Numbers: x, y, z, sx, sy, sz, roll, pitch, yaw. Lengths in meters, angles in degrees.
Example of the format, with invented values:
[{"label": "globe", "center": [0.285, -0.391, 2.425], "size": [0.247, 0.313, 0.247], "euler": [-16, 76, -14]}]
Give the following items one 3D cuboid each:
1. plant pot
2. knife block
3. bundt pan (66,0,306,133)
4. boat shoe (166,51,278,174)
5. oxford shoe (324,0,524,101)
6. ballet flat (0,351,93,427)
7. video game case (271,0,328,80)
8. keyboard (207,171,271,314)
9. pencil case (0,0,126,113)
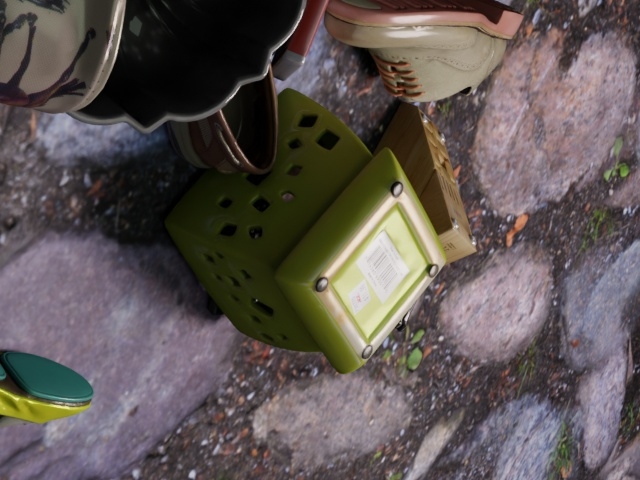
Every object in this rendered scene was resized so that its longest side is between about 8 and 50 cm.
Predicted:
[{"label": "plant pot", "center": [0.000, 0.000, 1.680], "size": [0.227, 0.207, 0.228], "euler": [-49, 138, -16]}, {"label": "knife block", "center": [0.066, -0.011, 1.931], "size": [0.088, 0.242, 0.276], "euler": [40, 32, -57]}, {"label": "bundt pan", "center": [-0.172, -0.269, 1.323], "size": [0.331, 0.124, 0.331], "euler": [-12, 113, -30]}, {"label": "boat shoe", "center": [-0.099, -0.204, 1.529], "size": [0.123, 0.116, 0.324], "euler": [-43, 140, -31]}, {"label": "oxford shoe", "center": [0.121, -0.230, 1.795], "size": [0.397, 0.140, 0.146], "euler": [-5, 120, -56]}, {"label": "ballet flat", "center": [-0.327, 0.149, 1.486], "size": [0.077, 0.077, 0.231], "euler": [-49, 146, 12]}, {"label": "video game case", "center": [0.013, -0.311, 1.580], "size": [0.204, 0.025, 0.285], "euler": [-168, -80, -83]}, {"label": "keyboard", "center": [-0.076, 0.001, 1.776], "size": [0.108, 0.023, 0.180], "euler": [-7, 117, -53]}, {"label": "pencil case", "center": [-0.339, -0.212, 1.054], "size": [0.410, 0.160, 0.183], "euler": [9, 94, -38]}]
